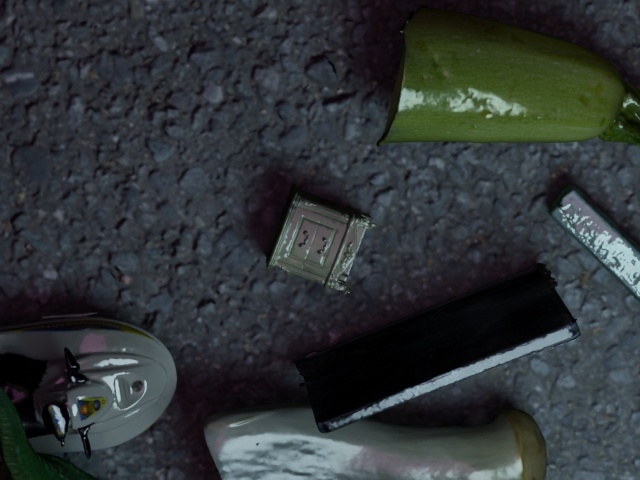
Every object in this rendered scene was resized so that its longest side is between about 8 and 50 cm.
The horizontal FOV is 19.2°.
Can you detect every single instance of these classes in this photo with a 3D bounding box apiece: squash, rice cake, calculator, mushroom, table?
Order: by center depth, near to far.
[{"bbox_3d":[0.193,-0.150,1.770,0.288,0.137,0.137,2,99,-15],"label":"squash"},{"bbox_3d":[0.105,0.100,1.770,0.262,0.161,0.021,-21,111,2],"label":"calculator"},{"bbox_3d":[0.056,0.218,1.797,0.329,0.159,0.122,-4,55,-5],"label":"mushroom"},{"bbox_3d":[0.000,0.000,1.797,0.083,0.062,0.079,20,98,-6],"label":"table"},{"bbox_3d":[0.315,0.041,1.827,0.042,0.045,0.245,-45,98,4],"label":"rice cake"}]

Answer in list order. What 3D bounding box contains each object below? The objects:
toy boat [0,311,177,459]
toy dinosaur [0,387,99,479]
[{"bbox_3d":[-0.277,0.145,1.776,0.270,0.141,0.140,-4,100,13],"label":"toy boat"},{"bbox_3d":[-0.203,0.226,1.705,0.447,0.087,0.301,24,140,-30],"label":"toy dinosaur"}]
